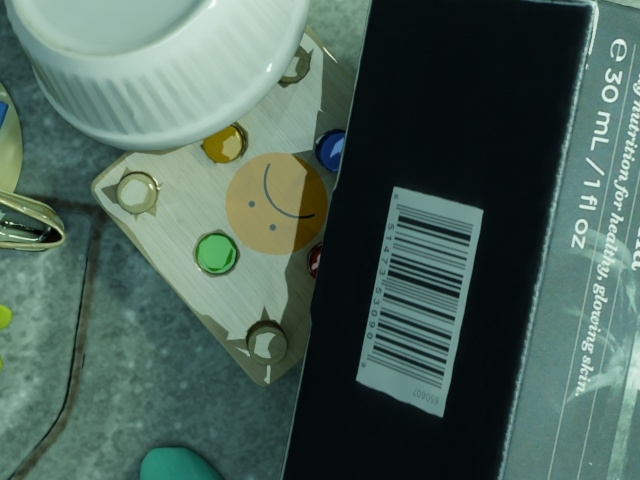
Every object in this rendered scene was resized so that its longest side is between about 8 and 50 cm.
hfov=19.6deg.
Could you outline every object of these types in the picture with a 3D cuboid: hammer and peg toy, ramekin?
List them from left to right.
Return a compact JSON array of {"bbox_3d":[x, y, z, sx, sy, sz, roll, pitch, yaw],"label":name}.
[{"bbox_3d":[-0.153,-0.226,1.626,0.273,0.127,0.273,-6,67,15],"label":"ramekin"},{"bbox_3d":[0.000,0.000,1.717,0.266,0.127,0.361,-42,96,0],"label":"hammer and peg toy"}]

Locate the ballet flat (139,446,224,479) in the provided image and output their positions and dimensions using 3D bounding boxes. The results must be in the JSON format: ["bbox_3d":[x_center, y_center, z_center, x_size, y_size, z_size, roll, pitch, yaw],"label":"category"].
[{"bbox_3d":[-0.093,0.306,1.759,0.083,0.087,0.247,-27,96,-11],"label":"ballet flat"}]

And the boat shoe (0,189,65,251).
[{"bbox_3d":[-0.324,-0.025,1.695,0.190,0.072,0.068,7,98,-25],"label":"boat shoe"}]

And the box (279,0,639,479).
[{"bbox_3d":[0.266,0.058,1.564,0.472,0.297,0.479,7,96,-35],"label":"box"}]

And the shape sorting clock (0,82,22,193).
[{"bbox_3d":[-0.383,-0.087,1.731,0.206,0.040,0.206,-2,99,-14],"label":"shape sorting clock"}]

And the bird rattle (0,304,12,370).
[{"bbox_3d":[-0.420,0.121,1.713,0.254,0.143,0.207,7,111,0],"label":"bird rattle"}]
